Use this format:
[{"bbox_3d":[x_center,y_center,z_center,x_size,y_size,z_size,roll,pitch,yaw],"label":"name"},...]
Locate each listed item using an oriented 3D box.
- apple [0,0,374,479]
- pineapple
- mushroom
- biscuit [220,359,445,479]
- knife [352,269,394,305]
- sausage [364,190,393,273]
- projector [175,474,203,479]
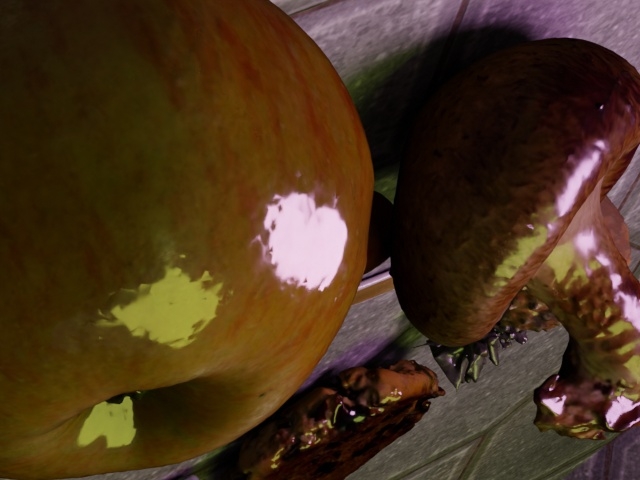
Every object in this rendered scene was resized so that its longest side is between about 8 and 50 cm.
[{"bbox_3d":[-0.155,-0.010,1.223,0.400,0.333,0.400,-30,157,-14],"label":"apple"},{"bbox_3d":[0.235,0.070,2.204,0.169,0.169,0.340,-15,157,-39],"label":"pineapple"},{"bbox_3d":[0.221,-0.005,1.727,0.331,0.356,0.334,-14,149,-42],"label":"mushroom"},{"bbox_3d":[0.004,0.254,2.327,0.334,0.081,0.289,-38,159,19],"label":"biscuit"},{"bbox_3d":[0.088,0.048,2.097,0.256,0.022,0.046,-21,159,-29],"label":"knife"},{"bbox_3d":[-0.001,0.000,1.692,0.097,0.094,0.348,-36,175,15],"label":"sausage"},{"bbox_3d":[-0.229,0.418,2.307,0.192,0.099,0.257,-27,157,-22],"label":"projector"}]
